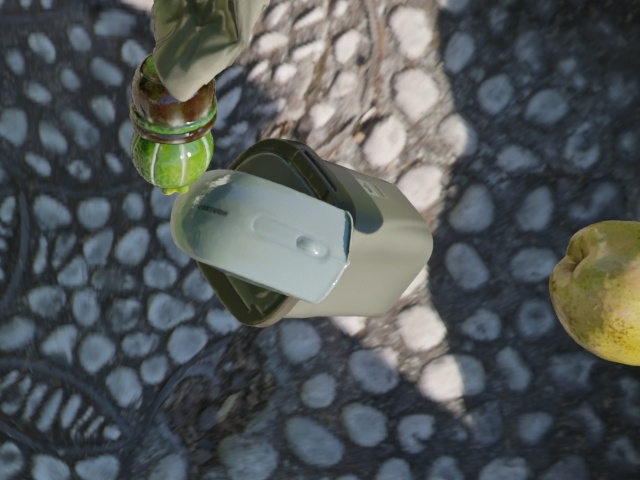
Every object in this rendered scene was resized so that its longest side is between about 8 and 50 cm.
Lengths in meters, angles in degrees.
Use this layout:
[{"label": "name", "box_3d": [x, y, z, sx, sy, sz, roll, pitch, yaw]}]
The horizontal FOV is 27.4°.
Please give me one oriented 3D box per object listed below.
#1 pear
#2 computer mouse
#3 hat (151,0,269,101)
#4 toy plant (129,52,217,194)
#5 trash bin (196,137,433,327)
[{"label": "pear", "box_3d": [0.351, 0.057, 1.510, 0.178, 0.178, 0.178, 2, 79, -10]}, {"label": "computer mouse", "box_3d": [-0.074, -0.010, 1.590, 0.231, 0.079, 0.127, 15, 79, 12]}, {"label": "hat", "box_3d": [-0.087, -0.226, 0.842, 0.214, 0.149, 0.244, 56, 32, -19]}, {"label": "toy plant", "box_3d": [-0.156, -0.119, 1.394, 0.093, 0.162, 0.092, 4, 41, -3]}, {"label": "trash bin", "box_3d": [0.000, 0.000, 1.792, 0.250, 0.219, 0.220, 10, 36, -47]}]
